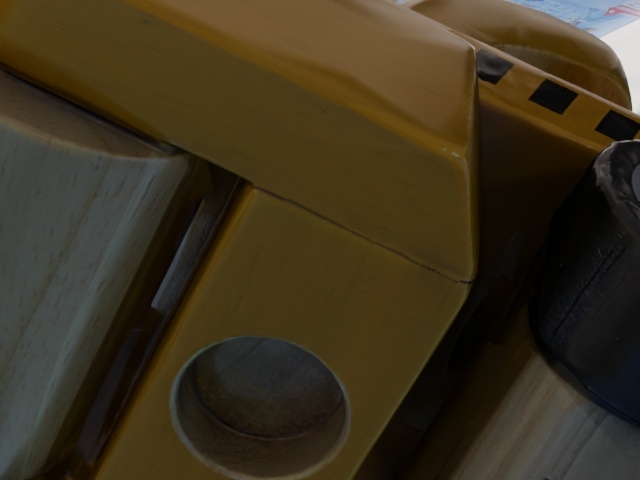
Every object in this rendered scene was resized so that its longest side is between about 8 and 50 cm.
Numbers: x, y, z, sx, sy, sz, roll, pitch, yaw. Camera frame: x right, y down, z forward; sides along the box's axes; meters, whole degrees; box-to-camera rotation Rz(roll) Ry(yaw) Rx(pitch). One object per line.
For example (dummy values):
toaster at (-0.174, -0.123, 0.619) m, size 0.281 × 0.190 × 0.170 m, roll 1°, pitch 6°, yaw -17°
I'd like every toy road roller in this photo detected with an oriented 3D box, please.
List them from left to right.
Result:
toy road roller at (0.000, 0.000, 0.575) m, size 0.241 × 0.329 × 0.202 m, roll -84°, pitch -160°, yaw -59°

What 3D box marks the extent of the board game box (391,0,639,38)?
board game box at (0.123, -0.236, 1.578) m, size 0.318 × 0.066 × 0.318 m, roll 10°, pitch 158°, yaw -38°
